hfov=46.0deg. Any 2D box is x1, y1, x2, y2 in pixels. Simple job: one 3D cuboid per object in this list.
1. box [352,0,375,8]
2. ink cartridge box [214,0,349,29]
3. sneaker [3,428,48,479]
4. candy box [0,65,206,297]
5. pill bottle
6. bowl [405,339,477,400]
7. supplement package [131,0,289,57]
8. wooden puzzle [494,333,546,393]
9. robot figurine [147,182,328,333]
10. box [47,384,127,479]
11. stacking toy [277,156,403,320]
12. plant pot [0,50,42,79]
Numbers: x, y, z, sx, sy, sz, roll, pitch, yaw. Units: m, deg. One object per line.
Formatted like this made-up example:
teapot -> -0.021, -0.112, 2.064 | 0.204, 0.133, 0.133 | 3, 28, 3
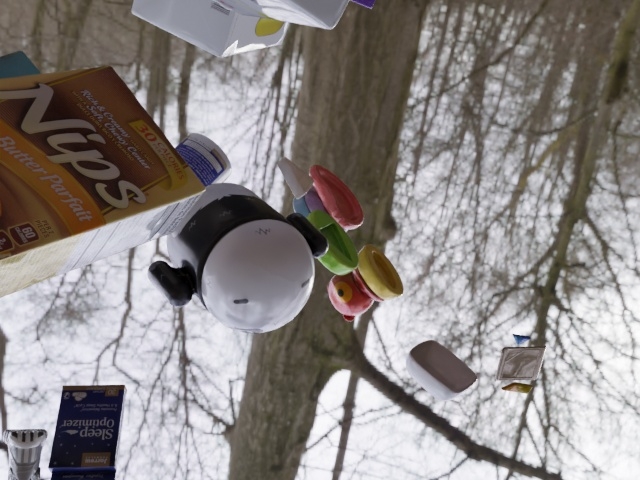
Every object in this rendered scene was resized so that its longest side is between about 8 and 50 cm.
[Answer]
box -> 0.107, -0.536, 1.201 | 0.057, 0.293, 0.201 | 19, -155, -12
ink cartridge box -> -0.129, -0.420, 0.976 | 0.279, 0.160, 0.384 | 25, -174, -29
sneaker -> -0.595, 0.445, 1.503 | 0.086, 0.132, 0.228 | 4, 167, -17
candy box -> -0.281, -0.058, 0.708 | 0.183, 0.087, 0.316 | 52, -143, 8
pill bottle -> -0.262, -0.101, 1.395 | 0.112, 0.112, 0.187 | 23, -121, 30
bowl -> 0.252, 0.284, 1.616 | 0.142, 0.053, 0.142 | 41, -154, 22
supplement package -> -0.174, -0.481, 1.392 | 0.198, 0.199, 0.262 | 29, -153, 11
wooden puzzle -> 0.300, 0.185, 1.136 | 0.078, 0.116, 0.014 | 3, -147, -13
robot figurine -> -0.121, 0.022, 1.097 | 0.173, 0.209, 0.278 | 37, -179, -37
box -> -0.492, 0.413, 1.594 | 0.136, 0.036, 0.225 | 0, -126, -4
stacking toy -> 0.000, 0.000, 1.473 | 0.279, 0.130, 0.309 | 21, -143, -54
plant pot -> -0.438, -0.120, 1.099 | 0.234, 0.166, 0.165 | 45, -145, -3
